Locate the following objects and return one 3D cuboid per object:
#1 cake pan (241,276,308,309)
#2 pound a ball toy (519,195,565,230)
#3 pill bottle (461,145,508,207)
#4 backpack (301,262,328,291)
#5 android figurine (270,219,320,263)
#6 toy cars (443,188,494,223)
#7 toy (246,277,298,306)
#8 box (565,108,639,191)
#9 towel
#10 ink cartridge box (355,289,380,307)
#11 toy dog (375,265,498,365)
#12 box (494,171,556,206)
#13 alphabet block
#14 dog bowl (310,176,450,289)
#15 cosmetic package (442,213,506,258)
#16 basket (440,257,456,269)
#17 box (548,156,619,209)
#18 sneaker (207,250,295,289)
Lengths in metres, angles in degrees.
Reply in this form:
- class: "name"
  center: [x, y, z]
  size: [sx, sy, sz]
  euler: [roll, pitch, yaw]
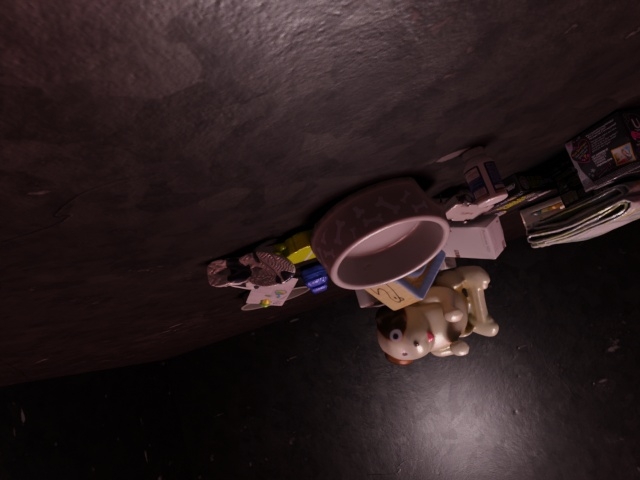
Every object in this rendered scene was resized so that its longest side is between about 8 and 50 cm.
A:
- class: "cake pan"
  center: [-0.186, 0.213, 1.891]
  size: [0.292, 0.054, 0.293]
  euler: [-18, 168, -4]
- class: "pound a ball toy"
  center: [1.002, -0.149, 1.933]
  size: [0.318, 0.136, 0.208]
  euler: [-23, 141, 20]
- class: "pill bottle"
  center: [0.348, -0.137, 1.000]
  size: [0.066, 0.120, 0.067]
  euler: [-17, 168, -4]
- class: "backpack"
  center: [-0.014, 0.137, 1.710]
  size: [0.097, 0.101, 0.120]
  euler: [-24, 164, -4]
- class: "android figurine"
  center: [0.000, 0.000, 1.242]
  size: [0.272, 0.056, 0.248]
  euler: [-15, 167, -16]
- class: "toy cars"
  center: [0.306, -0.068, 1.329]
  size: [0.393, 0.087, 0.176]
  euler: [-22, 156, -3]
- class: "toy"
  center: [-0.175, 0.162, 1.643]
  size: [0.136, 0.056, 0.237]
  euler: [7, 145, -16]
- class: "box"
  center: [0.773, -0.231, 1.157]
  size: [0.247, 0.142, 0.163]
  euler: [-12, 167, -23]
- class: "towel"
  center: [0.811, -0.076, 1.314]
  size: [0.374, 0.090, 0.320]
  euler: [-10, 166, -31]
- class: "ink cartridge box"
  center: [0.211, 0.141, 1.791]
  size: [0.121, 0.211, 0.289]
  euler: [-21, 166, 16]
- class: "toy dog"
  center: [0.380, 0.272, 1.684]
  size: [0.407, 0.285, 0.395]
  euler: [-25, -154, -34]
- class: "box"
  center: [0.579, -0.130, 1.495]
  size: [0.216, 0.060, 0.270]
  euler: [-8, 164, -37]
- class: "alphabet block"
  center: [0.253, 0.086, 1.516]
  size: [0.194, 0.192, 0.197]
  euler: [-54, -178, -25]
- class: "dog bowl"
  center: [0.153, 0.000, 1.132]
  size: [0.348, 0.102, 0.349]
  euler: [-16, 149, -10]
- class: "cosmetic package"
  center: [0.448, -0.013, 1.467]
  size: [0.085, 0.118, 0.231]
  euler: [-38, -156, -33]
- class: "basket"
  center: [0.426, 0.037, 1.756]
  size: [0.103, 0.168, 0.113]
  euler: [-22, 168, 36]
- class: "box"
  center: [0.771, -0.184, 1.340]
  size: [0.077, 0.148, 0.180]
  euler: [-14, 166, -17]
- class: "sneaker"
  center: [-0.163, 0.081, 1.234]
  size: [0.234, 0.094, 0.153]
  euler: [-12, 176, 15]
